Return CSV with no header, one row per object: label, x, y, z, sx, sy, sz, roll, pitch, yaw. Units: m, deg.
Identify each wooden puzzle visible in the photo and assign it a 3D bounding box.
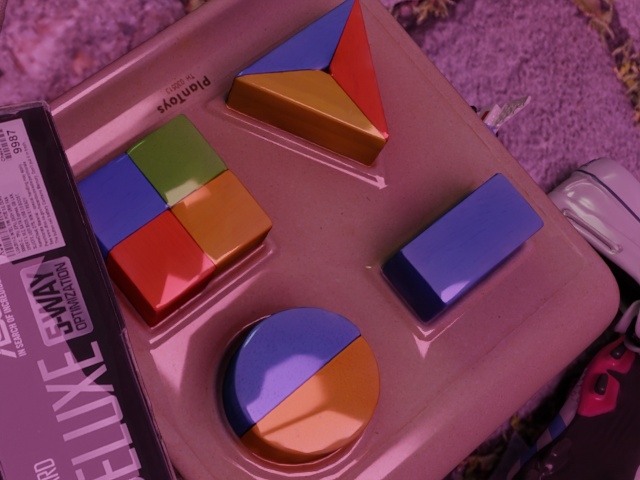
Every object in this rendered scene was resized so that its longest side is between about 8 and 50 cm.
wooden puzzle,0.000,0.000,0.762,0.322,0.080,0.348,-38,89,-21

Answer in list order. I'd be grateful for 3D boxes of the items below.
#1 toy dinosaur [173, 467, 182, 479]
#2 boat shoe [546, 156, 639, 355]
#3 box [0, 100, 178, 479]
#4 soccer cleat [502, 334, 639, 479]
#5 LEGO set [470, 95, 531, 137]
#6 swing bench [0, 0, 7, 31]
toy dinosaur,-0.169,0.162,0.735,0.268,0.064,0.118,11,80,-23
boat shoe,0.268,0.053,0.920,0.084,0.095,0.258,-34,67,-11
box,-0.142,0.112,0.593,0.076,0.242,0.307,-18,86,-25
soccer cleat,0.221,0.177,0.929,0.116,0.143,0.331,40,44,21
LEGO set,0.080,-0.014,0.875,0.182,0.060,0.244,-8,92,-32
swing bench,-0.277,-0.222,0.610,0.255,0.165,0.253,21,84,-39
